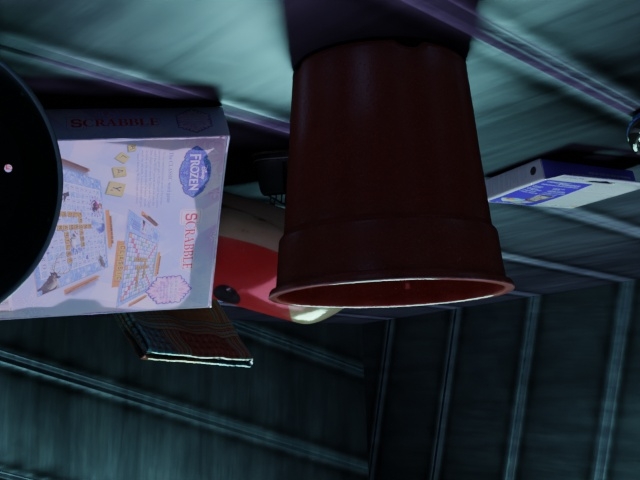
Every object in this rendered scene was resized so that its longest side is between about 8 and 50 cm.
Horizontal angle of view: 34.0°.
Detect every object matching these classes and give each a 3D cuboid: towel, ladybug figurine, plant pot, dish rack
[{"bbox_3d":[-0.281,0.059,1.742,0.040,0.370,0.271,-49,148,19],"label":"towel"},{"bbox_3d":[-0.133,0.017,1.652,0.449,0.162,0.305,15,177,18],"label":"ladybug figurine"},{"bbox_3d":[0.073,-0.069,1.182,0.272,0.265,0.272,-2,171,0],"label":"plant pot"},{"bbox_3d":[-0.409,-0.066,1.091,0.292,0.293,0.235,-1,-175,-10],"label":"plant pot"},{"bbox_3d":[0.026,-0.088,1.647,0.208,0.074,0.271,-3,172,14],"label":"dish rack"}]

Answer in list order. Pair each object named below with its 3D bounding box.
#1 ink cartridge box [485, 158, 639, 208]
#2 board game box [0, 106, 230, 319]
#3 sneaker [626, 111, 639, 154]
[{"bbox_3d":[0.413,-0.097,1.740,0.206,0.045,0.208,3,170,-29],"label":"ink cartridge box"},{"bbox_3d":[-0.291,-0.030,1.375,0.317,0.066,0.319,-2,135,-15],"label":"board game box"},{"bbox_3d":[0.474,-0.144,1.385,0.067,0.078,0.188,2,170,-24],"label":"sneaker"}]
